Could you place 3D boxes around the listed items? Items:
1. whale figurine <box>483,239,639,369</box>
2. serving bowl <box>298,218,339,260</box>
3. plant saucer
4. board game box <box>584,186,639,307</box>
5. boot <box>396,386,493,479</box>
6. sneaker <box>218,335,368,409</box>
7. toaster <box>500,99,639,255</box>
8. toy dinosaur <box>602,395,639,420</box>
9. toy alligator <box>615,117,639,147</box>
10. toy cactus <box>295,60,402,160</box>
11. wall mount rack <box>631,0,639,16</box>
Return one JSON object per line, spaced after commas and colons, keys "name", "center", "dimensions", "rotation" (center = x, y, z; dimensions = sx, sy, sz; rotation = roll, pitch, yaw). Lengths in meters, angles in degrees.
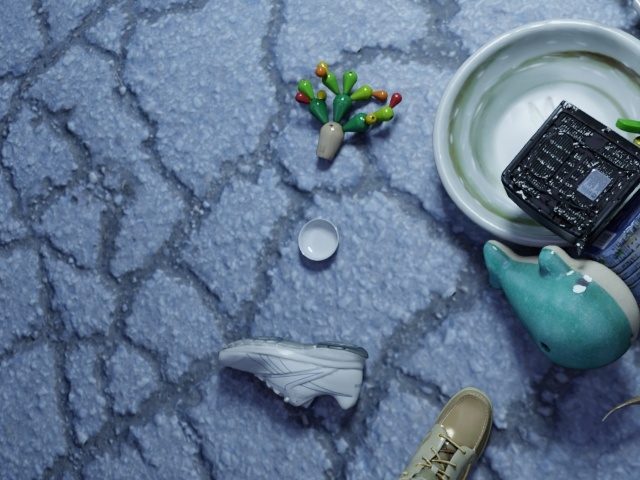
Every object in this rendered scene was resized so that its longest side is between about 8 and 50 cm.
{"name": "whale figurine", "center": [0.358, 0.101, 1.022], "dimensions": [0.141, 0.216, 0.272], "rotation": [-40, 46, -19]}
{"name": "serving bowl", "center": [0.000, 0.000, 1.260], "dimensions": [0.083, 0.027, 0.083], "rotation": [-4, 79, 19]}
{"name": "plant saucer", "center": [0.401, -0.177, 1.112], "dimensions": [0.400, 0.100, 0.400], "rotation": [-4, 79, 19]}
{"name": "board game box", "center": [0.540, 0.010, 0.988], "dimensions": [0.194, 0.060, 0.194], "rotation": [40, 92, -20]}
{"name": "boot", "center": [0.189, 0.363, 1.033], "dimensions": [0.095, 0.203, 0.262], "rotation": [34, 94, 21]}
{"name": "sneaker", "center": [-0.061, 0.246, 1.200], "dimensions": [0.297, 0.111, 0.129], "rotation": [3, 87, 21]}
{"name": "toaster", "center": [0.387, -0.092, 0.989], "dimensions": [0.168, 0.110, 0.185], "rotation": [40, 95, 22]}
{"name": "toy dinosaur", "center": [0.527, 0.244, 0.996], "dimensions": [0.183, 0.092, 0.053], "rotation": [-11, 76, 17]}
{"name": "toy alligator", "center": [0.550, -0.154, 0.978], "dimensions": [0.190, 0.056, 0.051], "rotation": [27, 49, 21]}
{"name": "toy cactus", "center": [0.037, -0.248, 1.262], "dimensions": [0.219, 0.112, 0.180], "rotation": [21, 98, 13]}
{"name": "wall mount rack", "center": [0.583, -0.357, 1.026], "dimensions": [0.304, 0.130, 0.350], "rotation": [-23, 72, -12]}
